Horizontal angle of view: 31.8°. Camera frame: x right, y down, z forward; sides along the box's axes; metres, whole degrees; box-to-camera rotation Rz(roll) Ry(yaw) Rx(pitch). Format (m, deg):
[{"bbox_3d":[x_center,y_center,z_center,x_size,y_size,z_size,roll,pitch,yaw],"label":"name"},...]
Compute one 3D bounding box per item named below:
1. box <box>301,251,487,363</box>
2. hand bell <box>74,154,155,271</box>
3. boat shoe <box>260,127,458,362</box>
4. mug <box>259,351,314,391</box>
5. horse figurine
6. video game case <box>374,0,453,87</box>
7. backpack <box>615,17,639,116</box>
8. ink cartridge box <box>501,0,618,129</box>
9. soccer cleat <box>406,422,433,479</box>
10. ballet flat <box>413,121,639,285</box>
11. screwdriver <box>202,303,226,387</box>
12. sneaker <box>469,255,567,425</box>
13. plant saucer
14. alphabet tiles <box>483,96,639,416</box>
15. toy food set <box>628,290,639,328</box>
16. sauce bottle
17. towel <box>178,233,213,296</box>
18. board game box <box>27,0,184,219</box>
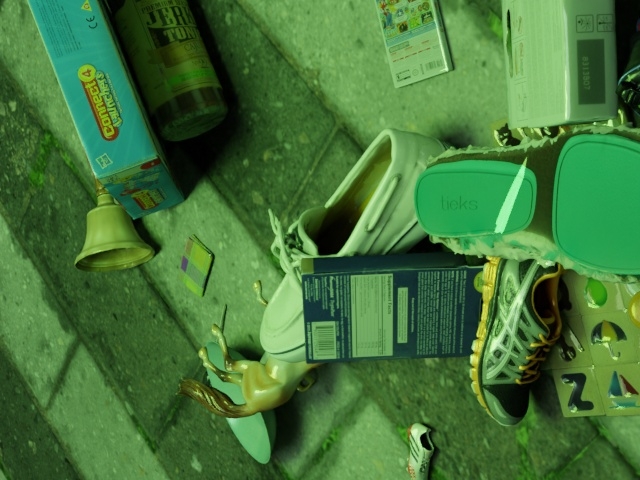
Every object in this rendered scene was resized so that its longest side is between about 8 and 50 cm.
[{"bbox_3d":[0.092,0.078,1.299,0.036,0.225,0.136,-91,-1,-55],"label":"box"},{"bbox_3d":[-0.344,-0.083,1.787,0.126,0.126,0.242,-28,67,46],"label":"hand bell"},{"bbox_3d":[0.003,0.005,1.330,0.367,0.156,0.136,-47,40,32],"label":"boat shoe"},{"bbox_3d":[-0.053,0.178,1.566,0.064,0.062,0.078,-50,58,50],"label":"mug"},{"bbox_3d":[-0.062,0.149,1.495,0.263,0.066,0.174,-43,63,-2],"label":"horse figurine"},{"bbox_3d":[0.107,-0.247,1.313,0.087,0.011,0.122,-12,93,48],"label":"video game case"},{"bbox_3d":[0.370,-0.134,0.990,0.158,0.117,0.173,-29,116,39],"label":"backpack"},{"bbox_3d":[0.231,-0.206,1.105,0.232,0.066,0.189,-84,-9,-86],"label":"ink cartridge box"},{"bbox_3d":[0.129,0.273,1.423,0.035,0.029,0.083,2,98,50],"label":"soccer cleat"},{"bbox_3d":[0.253,-0.041,1.085,0.409,0.147,0.147,13,110,58],"label":"ballet flat"},{"bbox_3d":[-0.163,0.171,1.706,0.025,0.024,0.170,13,111,13],"label":"screwdriver"},{"bbox_3d":[0.220,0.105,1.228,0.083,0.084,0.215,13,109,39],"label":"sneaker"},{"bbox_3d":[-0.107,0.226,1.623,0.195,0.037,0.195,49,153,36],"label":"plant saucer"},{"bbox_3d":[0.289,0.020,1.198,0.285,0.011,0.343,-14,91,48],"label":"alphabet tiles"},{"bbox_3d":[0.409,0.029,1.025,0.232,0.104,0.111,-44,67,23],"label":"toy food set"},{"bbox_3d":[-0.238,-0.314,1.581,0.111,0.111,0.345,-31,80,46],"label":"sauce bottle"},{"bbox_3d":[-0.189,0.039,1.703,0.060,0.009,0.083,38,127,32],"label":"towel"},{"bbox_3d":[-0.299,-0.207,1.569,0.302,0.086,0.308,92,156,-81],"label":"board game box"}]
